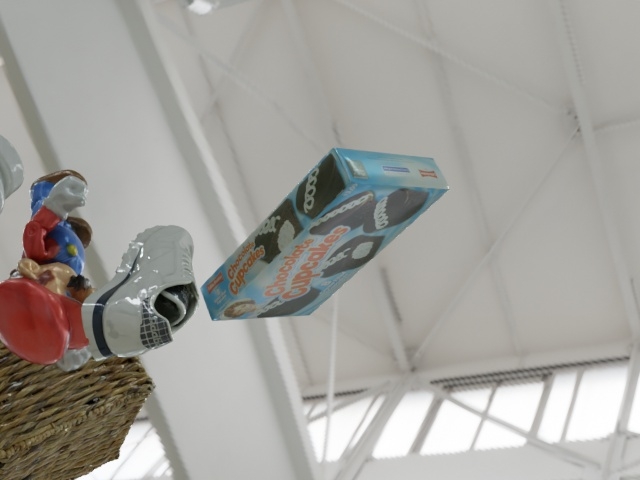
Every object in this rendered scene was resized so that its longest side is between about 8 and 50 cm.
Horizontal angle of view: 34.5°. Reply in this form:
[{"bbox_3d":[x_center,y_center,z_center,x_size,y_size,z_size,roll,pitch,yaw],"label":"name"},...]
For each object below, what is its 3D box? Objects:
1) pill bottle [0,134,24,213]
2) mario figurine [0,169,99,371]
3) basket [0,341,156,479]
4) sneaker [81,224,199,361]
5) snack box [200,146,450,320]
[{"bbox_3d":[-0.432,-0.044,1.157,0.118,0.208,0.117,14,-53,19],"label":"pill bottle"},{"bbox_3d":[-0.335,0.043,1.391,0.170,0.320,0.198,-30,-55,16],"label":"mario figurine"},{"bbox_3d":[-0.449,0.259,1.602,0.213,0.299,0.223,49,-47,20],"label":"basket"},{"bbox_3d":[-0.168,0.052,1.107,0.095,0.235,0.090,-10,-64,17],"label":"sneaker"},{"bbox_3d":[0.000,0.000,1.377,0.322,0.187,0.060,-44,-121,37],"label":"snack box"}]
